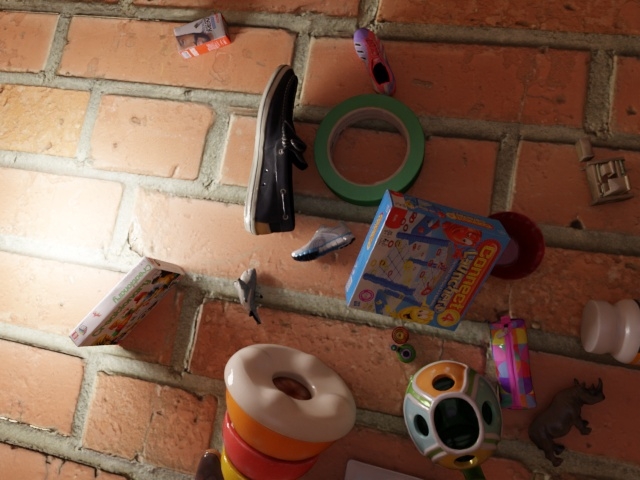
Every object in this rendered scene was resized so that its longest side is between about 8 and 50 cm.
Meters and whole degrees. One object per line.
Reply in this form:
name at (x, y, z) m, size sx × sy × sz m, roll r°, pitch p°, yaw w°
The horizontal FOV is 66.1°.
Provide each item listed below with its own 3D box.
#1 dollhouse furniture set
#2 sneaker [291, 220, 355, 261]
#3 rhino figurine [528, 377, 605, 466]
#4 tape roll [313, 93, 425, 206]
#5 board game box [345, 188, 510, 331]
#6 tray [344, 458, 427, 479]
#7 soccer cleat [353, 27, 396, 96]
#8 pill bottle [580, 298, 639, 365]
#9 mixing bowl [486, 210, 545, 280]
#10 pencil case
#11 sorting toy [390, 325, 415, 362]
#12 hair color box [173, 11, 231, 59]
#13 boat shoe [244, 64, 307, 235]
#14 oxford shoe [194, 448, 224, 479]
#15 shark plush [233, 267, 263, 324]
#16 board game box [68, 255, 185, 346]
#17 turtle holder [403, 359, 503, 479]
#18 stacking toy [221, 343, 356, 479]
dollhouse furniture set at (0.754, -0.200, 1.267) m, size 0.101 × 0.161 × 0.182 m, roll -9°, pitch 80°, yaw 9°
sneaker at (0.000, 0.000, 1.426) m, size 0.190 × 0.071 × 0.083 m, roll -22°, pitch 71°, yaw -2°
rhino figurine at (0.622, 0.435, 1.230) m, size 0.106 × 0.073 × 0.243 m, roll 42°, pitch 88°, yaw 11°
tape roll at (0.142, -0.263, 1.435) m, size 0.321 × 0.077 × 0.321 m, roll -2°, pitch 79°, yaw 10°
board game box at (0.253, 0.060, 1.221) m, size 0.301 × 0.086 × 0.308 m, roll 14°, pitch 121°, yaw -10°
tray at (0.190, 0.679, 1.289) m, size 0.270 × 0.030 × 0.145 m, roll 11°, pitch 83°, yaw 12°
soccer cleat at (0.163, -0.542, 1.468) m, size 0.083 × 0.095 × 0.248 m, roll -20°, pitch 78°, yaw 7°
pill bottle at (0.798, 0.226, 1.187) m, size 0.278 × 0.162 × 0.162 m, roll 6°, pitch 82°, yaw 11°
mixing bowl at (0.492, 0.020, 1.310) m, size 0.181 × 0.098 × 0.182 m, roll -2°, pitch 81°, yaw 11°
pencil case at (0.490, 0.313, 1.262) m, size 0.104 × 0.104 × 0.236 m, roll -8°, pitch 80°, yaw 9°
sorting toy at (0.221, 0.287, 1.343) m, size 0.061 × 0.042 × 0.102 m, roll -20°, pitch 78°, yaw 6°
hair color box at (-0.387, -0.670, 1.612) m, size 0.167 × 0.053 × 0.093 m, roll -17°, pitch 79°, yaw 8°
boat shoe at (-0.109, -0.256, 1.431) m, size 0.155 × 0.187 × 0.500 m, roll 7°, pitch 87°, yaw 6°
oxford shoe at (-0.315, 0.718, 1.339) m, size 0.096 × 0.098 × 0.272 m, roll 1°, pitch 81°, yaw 11°
shark plush at (-0.200, 0.164, 1.438) m, size 0.067 × 0.073 × 0.161 m, roll -14°, pitch 71°, yaw -23°
board game box at (-0.552, 0.181, 1.426) m, size 0.053 × 0.193 × 0.305 m, roll 44°, pitch 91°, yaw 14°
turtle holder at (0.319, 0.460, 1.201) m, size 0.243 × 0.227 × 0.320 m, roll 10°, pitch 82°, yaw 11°
stacking toy at (-0.146, 0.546, 1.281) m, size 0.350 × 0.350 × 0.480 m, roll 27°, pitch 105°, yaw 14°
